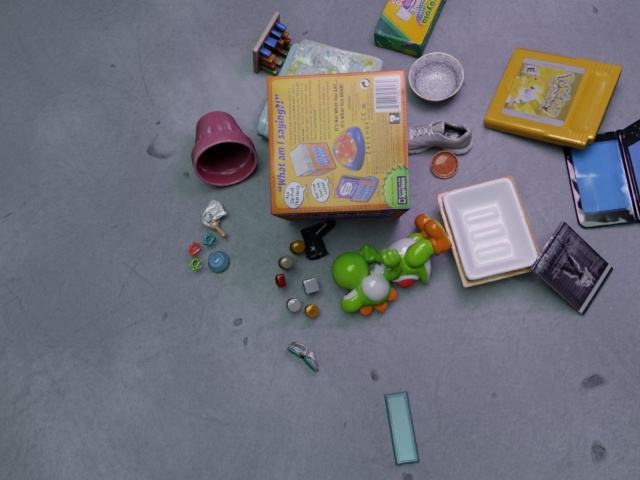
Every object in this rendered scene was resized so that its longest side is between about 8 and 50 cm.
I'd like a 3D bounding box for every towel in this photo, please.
[{"bbox_3d":[0.003,-0.460,1.963,0.320,0.090,0.374,18,77,14],"label":"towel"}]

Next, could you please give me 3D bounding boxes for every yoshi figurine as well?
[{"bbox_3d":[0.178,0.051,1.736,0.362,0.203,0.203,-38,54,3],"label":"yoshi figurine"}]

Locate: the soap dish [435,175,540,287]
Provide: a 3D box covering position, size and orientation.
[{"bbox_3d":[0.480,-0.022,1.741,0.229,0.118,0.291,-15,71,4],"label":"soap dish"}]

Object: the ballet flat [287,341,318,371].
[{"bbox_3d":[-0.043,0.332,1.758,0.114,0.041,0.041,36,82,16],"label":"ballet flat"}]

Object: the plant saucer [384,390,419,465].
[{"bbox_3d":[0.224,0.517,1.671,0.067,0.018,0.192,-10,71,5],"label":"plant saucer"}]

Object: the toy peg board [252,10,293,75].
[{"bbox_3d":[-0.152,-0.642,2.012,0.079,0.160,0.161,28,79,0],"label":"toy peg board"}]

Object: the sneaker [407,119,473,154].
[{"bbox_3d":[0.336,-0.331,1.854,0.262,0.121,0.099,2,73,9],"label":"sneaker"}]

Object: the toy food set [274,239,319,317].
[{"bbox_3d":[-0.075,0.122,1.813,0.111,0.104,0.232,-16,89,-10],"label":"toy food set"}]

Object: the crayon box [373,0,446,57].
[{"bbox_3d":[0.306,-0.759,2.009,0.165,0.081,0.278,21,77,14],"label":"crayon box"}]

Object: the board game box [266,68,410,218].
[{"bbox_3d":[0.053,-0.244,1.693,0.356,0.356,0.356,-2,89,3],"label":"board game box"}]

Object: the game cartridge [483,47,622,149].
[{"bbox_3d":[0.700,-0.436,1.835,0.324,0.052,0.285,19,77,27],"label":"game cartridge"}]

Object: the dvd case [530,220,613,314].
[{"bbox_3d":[0.695,0.077,1.671,0.221,0.018,0.164,38,81,-16],"label":"dvd case"}]

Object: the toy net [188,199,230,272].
[{"bbox_3d":[-0.349,-0.013,1.908,0.122,0.045,0.232,-5,71,9],"label":"toy net"}]

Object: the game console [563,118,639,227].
[{"bbox_3d":[0.860,-0.204,1.716,0.173,0.250,0.293,1,72,-19],"label":"game console"}]

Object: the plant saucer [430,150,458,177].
[{"bbox_3d":[0.381,-0.233,1.862,0.083,0.013,0.083,1,97,7],"label":"plant saucer"}]

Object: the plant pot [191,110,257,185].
[{"bbox_3d":[-0.315,-0.304,1.921,0.201,0.201,0.180,-21,56,2],"label":"plant pot"}]

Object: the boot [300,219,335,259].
[{"bbox_3d":[0.000,0.000,1.848,0.121,0.045,0.099,-20,72,5],"label":"boot"}]

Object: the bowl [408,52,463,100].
[{"bbox_3d":[0.366,-0.501,1.923,0.170,0.080,0.170,-3,72,8],"label":"bowl"}]
